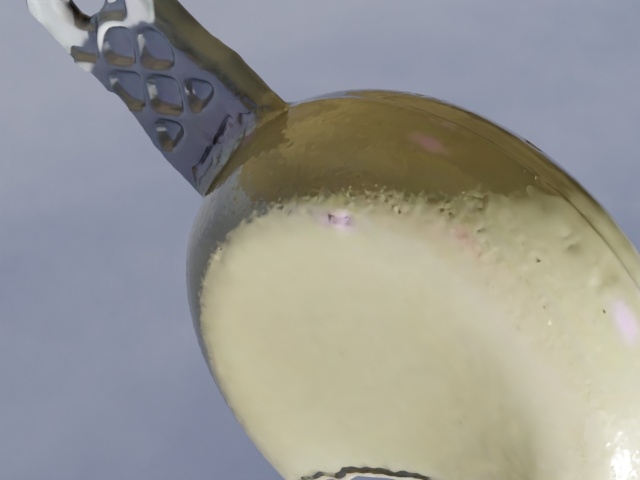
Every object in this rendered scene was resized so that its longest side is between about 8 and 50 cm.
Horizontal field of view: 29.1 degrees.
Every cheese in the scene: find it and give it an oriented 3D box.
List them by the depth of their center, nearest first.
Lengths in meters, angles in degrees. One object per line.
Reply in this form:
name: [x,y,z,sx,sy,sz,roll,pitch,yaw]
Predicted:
cheese: [0.010,-0.011,0.398,0.163,0.249,0.071,-17,-163,41]
